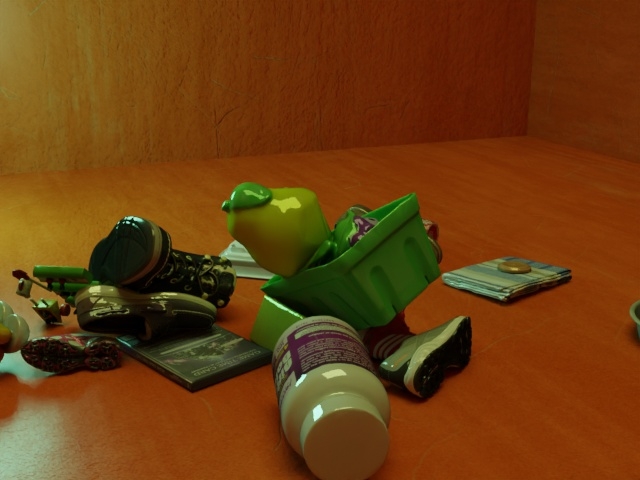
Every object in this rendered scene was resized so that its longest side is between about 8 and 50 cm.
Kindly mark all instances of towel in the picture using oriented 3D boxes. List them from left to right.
[{"bbox_3d":[-0.061,0.188,1.618,0.021,0.102,0.237,21,2,-37],"label":"towel"},{"bbox_3d":[0.467,0.092,2.057,0.285,0.034,0.209,-11,18,-40],"label":"towel"}]

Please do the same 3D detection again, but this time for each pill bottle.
[{"bbox_3d":[0.016,0.247,1.292,0.169,0.169,0.301,-2,16,-8],"label":"pill bottle"}]

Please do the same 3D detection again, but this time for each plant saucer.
[{"bbox_3d":[0.487,0.065,2.066,0.083,0.013,0.083,0,14,0],"label":"plant saucer"}]

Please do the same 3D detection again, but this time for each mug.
[{"bbox_3d":[0.249,-0.031,2.330,0.169,0.113,0.150,15,24,32],"label":"mug"}]

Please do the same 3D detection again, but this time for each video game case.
[{"bbox_3d":[-0.254,0.216,1.639,0.196,0.026,0.274,-15,23,-41],"label":"video game case"}]

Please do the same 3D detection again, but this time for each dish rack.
[{"bbox_3d":[-0.093,0.031,2.186,0.332,0.072,0.285,4,18,15],"label":"dish rack"}]

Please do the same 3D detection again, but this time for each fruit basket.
[{"bbox_3d":[0.000,0.000,1.616,0.283,0.392,0.392,-38,35,-27],"label":"fruit basket"}]

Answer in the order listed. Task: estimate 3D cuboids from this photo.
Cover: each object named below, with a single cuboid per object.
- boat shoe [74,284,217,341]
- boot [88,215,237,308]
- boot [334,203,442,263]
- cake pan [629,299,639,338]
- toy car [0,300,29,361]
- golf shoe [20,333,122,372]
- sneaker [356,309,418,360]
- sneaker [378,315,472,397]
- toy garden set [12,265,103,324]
[{"bbox_3d":[-0.344,0.157,1.637,0.285,0.103,0.092,11,49,-25],"label":"boat shoe"},{"bbox_3d":[-0.310,0.060,1.732,0.284,0.138,0.377,13,-21,-29],"label":"boot"},{"bbox_3d":[0.173,0.007,2.180,0.305,0.112,0.115,24,35,26],"label":"boot"},{"bbox_3d":[0.794,0.186,1.709,0.293,0.054,0.293,1,17,0],"label":"cake pan"},{"bbox_3d":[-0.656,0.184,1.555,0.159,0.136,0.182,16,6,-45],"label":"toy car"},{"bbox_3d":[-0.478,0.213,1.582,0.186,0.068,0.086,5,8,-20],"label":"golf shoe"},{"bbox_3d":[0.160,0.188,1.680,0.128,0.087,0.221,17,34,23],"label":"sneaker"},{"bbox_3d":[0.209,0.206,1.562,0.108,0.100,0.271,6,17,36],"label":"sneaker"},{"bbox_3d":[-0.531,0.124,1.693,0.203,0.049,0.244,2,-26,13],"label":"toy garden set"}]
